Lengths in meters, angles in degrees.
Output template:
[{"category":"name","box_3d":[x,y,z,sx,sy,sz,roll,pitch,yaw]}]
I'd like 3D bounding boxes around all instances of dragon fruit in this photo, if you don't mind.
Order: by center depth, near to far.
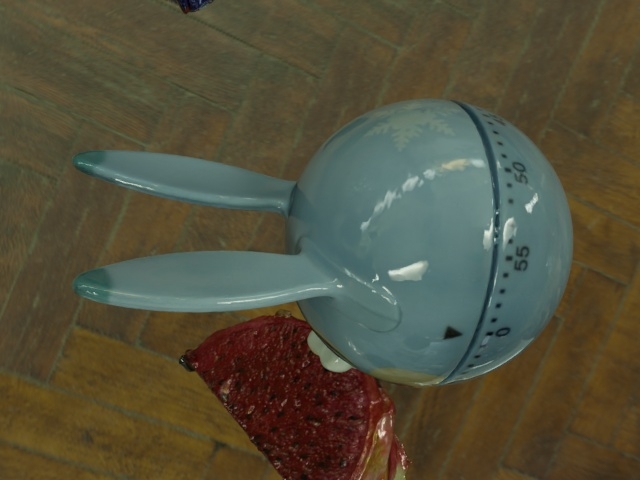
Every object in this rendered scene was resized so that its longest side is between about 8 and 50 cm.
[{"category":"dragon fruit","box_3d":[0.001,0.167,0.860,0.126,0.274,0.161,-37,131,-13]}]

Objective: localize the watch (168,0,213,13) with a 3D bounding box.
[{"category":"watch","box_3d":[-0.149,-0.372,1.004,0.171,0.196,0.200,-36,133,-19]}]

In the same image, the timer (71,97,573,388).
[{"category":"timer","box_3d":[0.011,0.014,0.531,0.255,0.175,0.175,-15,104,-5]}]
